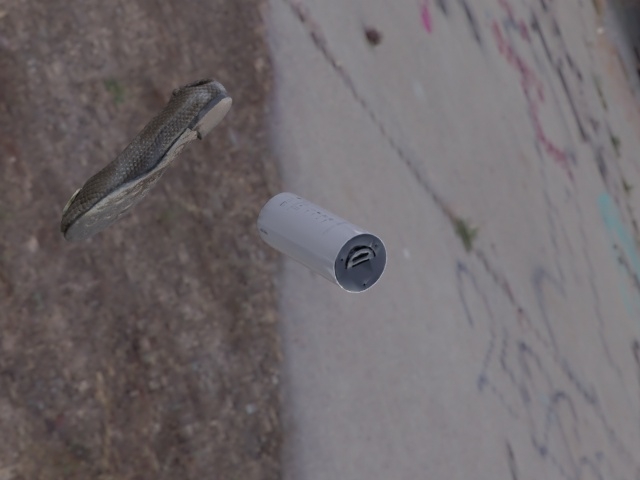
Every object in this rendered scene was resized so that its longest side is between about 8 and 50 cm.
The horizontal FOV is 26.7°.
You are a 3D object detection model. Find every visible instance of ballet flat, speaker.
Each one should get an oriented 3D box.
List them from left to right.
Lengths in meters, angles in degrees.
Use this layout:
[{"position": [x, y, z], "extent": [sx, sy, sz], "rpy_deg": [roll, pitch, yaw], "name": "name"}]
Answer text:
[{"position": [-0.206, -0.096, 1.533], "extent": [0.058, 0.250, 0.084], "rpy_deg": [45, -5, 12], "name": "ballet flat"}, {"position": [0.000, 0.000, 1.191], "extent": [0.136, 0.055, 0.055], "rpy_deg": [28, -26, 53], "name": "speaker"}]
